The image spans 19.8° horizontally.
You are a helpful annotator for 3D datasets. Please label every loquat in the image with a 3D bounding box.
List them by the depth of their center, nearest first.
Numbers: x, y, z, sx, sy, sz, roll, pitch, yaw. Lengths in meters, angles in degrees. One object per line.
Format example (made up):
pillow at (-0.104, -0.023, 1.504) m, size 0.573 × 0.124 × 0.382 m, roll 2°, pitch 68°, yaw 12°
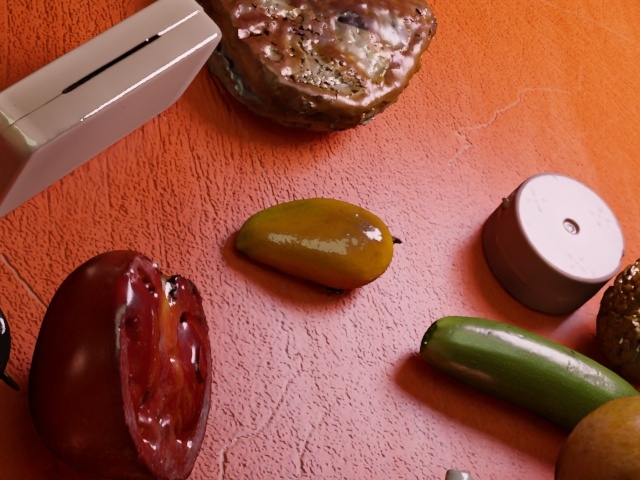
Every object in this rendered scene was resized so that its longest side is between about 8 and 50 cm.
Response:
loquat at (0.343, 0.261, 1.836) m, size 0.213 × 0.213 × 0.213 m, roll 18°, pitch 49°, yaw -22°

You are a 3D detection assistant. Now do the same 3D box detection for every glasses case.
glasses case at (-0.230, -0.137, 1.808) m, size 0.070 × 0.131 × 0.313 m, roll 46°, pitch 45°, yaw 5°

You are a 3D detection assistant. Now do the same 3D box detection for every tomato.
tomato at (-0.189, 0.117, 1.621) m, size 0.233 × 0.139 × 0.200 m, roll 47°, pitch 41°, yaw -63°

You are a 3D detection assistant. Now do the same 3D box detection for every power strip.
power strip at (0.262, 0.002, 2.071) m, size 0.154 × 0.078 × 0.154 m, roll 16°, pitch 52°, yaw -21°

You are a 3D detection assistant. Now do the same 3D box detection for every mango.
mango at (0.000, 0.000, 1.912) m, size 0.187 × 0.066 × 0.101 m, roll 6°, pitch 53°, yaw -20°

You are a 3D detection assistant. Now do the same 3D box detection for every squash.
squash at (0.237, 0.146, 1.943) m, size 0.292 × 0.082 × 0.082 m, roll 25°, pitch 47°, yaw -15°

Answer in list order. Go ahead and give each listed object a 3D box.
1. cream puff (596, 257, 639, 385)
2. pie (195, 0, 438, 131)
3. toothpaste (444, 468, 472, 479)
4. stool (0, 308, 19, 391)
cream puff at (0.371, 0.079, 2.035) m, size 0.115 × 0.150 × 0.165 m, roll 37°, pitch 44°, yaw 7°
pie at (-0.016, -0.233, 2.057) m, size 0.308 × 0.085 × 0.308 m, roll 15°, pitch 50°, yaw -19°
toothpaste at (0.122, 0.386, 1.703) m, size 0.098 × 0.061 × 0.392 m, roll 21°, pitch 51°, yaw -20°
stool at (-0.359, 0.082, 1.561) m, size 0.217 × 0.121 × 0.125 m, roll 34°, pitch 47°, yaw -11°
